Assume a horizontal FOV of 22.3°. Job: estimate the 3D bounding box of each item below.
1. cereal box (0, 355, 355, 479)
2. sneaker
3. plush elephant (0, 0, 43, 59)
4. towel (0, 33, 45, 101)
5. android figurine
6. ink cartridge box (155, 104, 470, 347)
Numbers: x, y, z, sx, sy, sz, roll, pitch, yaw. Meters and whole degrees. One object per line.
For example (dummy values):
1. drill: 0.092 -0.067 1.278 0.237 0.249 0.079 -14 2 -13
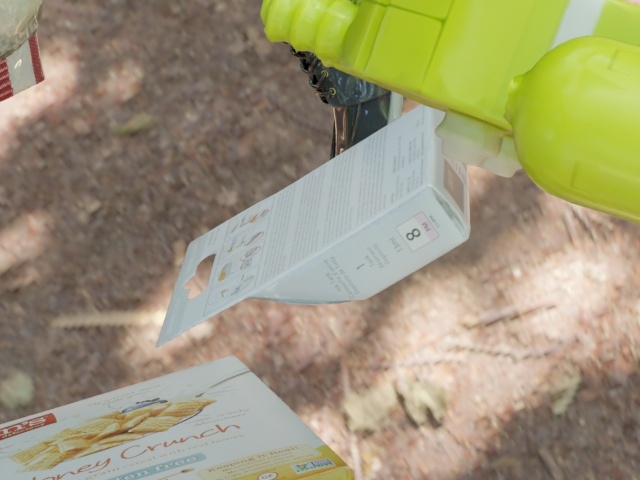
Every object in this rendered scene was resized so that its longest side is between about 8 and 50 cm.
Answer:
1. cereal box: -0.092 0.120 0.791 0.173 0.047 0.240 -15 12 -13
2. sneaker: 0.003 -0.138 1.300 0.083 0.118 0.222 -157 75 -72
3. plush elephant: -0.188 -0.179 0.339 0.271 0.255 0.330 1 95 -11
4. towel: -0.425 -0.200 1.487 0.329 0.237 0.037 -22 35 -25
5. android figurine: 0.115 -0.027 0.488 0.272 0.248 0.056 21 95 13
6. ink cartridge box: 0.000 0.000 1.192 0.232 0.066 0.189 -35 17 17
